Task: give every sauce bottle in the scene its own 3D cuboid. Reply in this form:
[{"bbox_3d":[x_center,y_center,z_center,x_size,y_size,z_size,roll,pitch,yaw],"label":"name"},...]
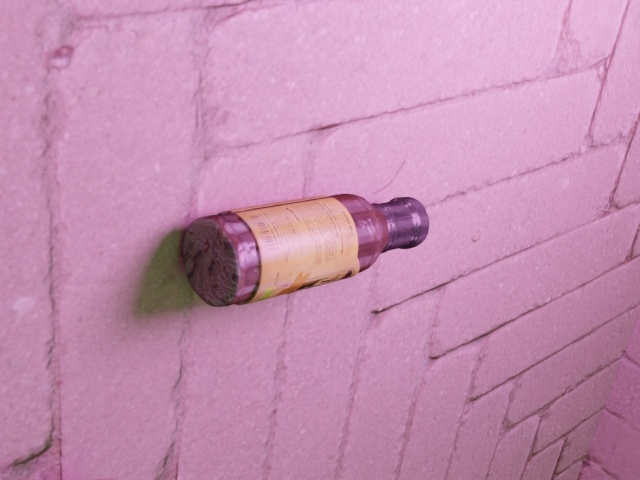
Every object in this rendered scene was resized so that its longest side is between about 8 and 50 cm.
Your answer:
[{"bbox_3d":[0.000,0.000,1.078,0.345,0.111,0.111,-11,124,-41],"label":"sauce bottle"}]

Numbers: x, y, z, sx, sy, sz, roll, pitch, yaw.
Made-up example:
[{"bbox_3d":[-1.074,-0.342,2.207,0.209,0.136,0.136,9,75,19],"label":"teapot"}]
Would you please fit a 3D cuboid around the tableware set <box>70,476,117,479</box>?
[{"bbox_3d":[-0.341,0.306,0.999,0.194,0.039,0.128,8,122,-43],"label":"tableware set"}]
